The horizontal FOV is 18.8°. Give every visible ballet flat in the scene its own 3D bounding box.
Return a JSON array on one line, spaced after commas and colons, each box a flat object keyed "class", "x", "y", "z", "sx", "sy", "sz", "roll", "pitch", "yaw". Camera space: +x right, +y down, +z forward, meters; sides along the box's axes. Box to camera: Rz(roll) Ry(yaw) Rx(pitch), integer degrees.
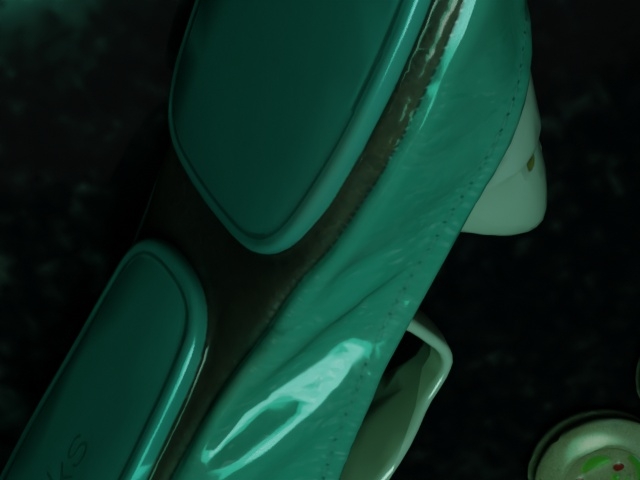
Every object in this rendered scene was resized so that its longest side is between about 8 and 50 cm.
[{"class": "ballet flat", "x": 0.000, "y": 0.000, "z": 0.436, "sx": 0.087, "sy": 0.083, "sz": 0.247, "roll": 7, "pitch": 121, "yaw": -37}]

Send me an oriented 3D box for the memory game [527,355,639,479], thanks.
[{"class": "memory game", "x": 0.139, "y": 0.087, "z": 0.526, "sx": 0.186, "sy": 0.012, "sz": 0.186, "roll": -3, "pitch": 119, "yaw": -5}]
